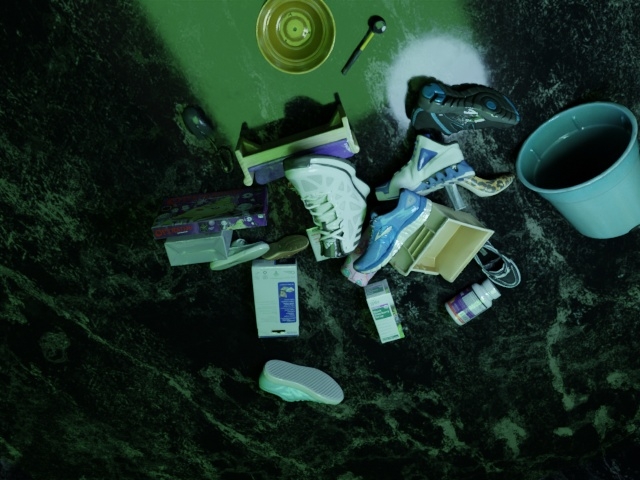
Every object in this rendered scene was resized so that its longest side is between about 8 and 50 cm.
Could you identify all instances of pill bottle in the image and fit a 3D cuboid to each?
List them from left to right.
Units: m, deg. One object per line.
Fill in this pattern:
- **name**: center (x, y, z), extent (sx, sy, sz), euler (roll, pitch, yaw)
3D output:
- **pill bottle**: center (0.590, 0.233, 1.874), extent (0.194, 0.108, 0.108), euler (-38, 116, 17)

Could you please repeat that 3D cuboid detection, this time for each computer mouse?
- **computer mouse**: center (-0.350, -0.310, 1.521), extent (0.071, 0.041, 0.242), euler (-29, 119, 12)

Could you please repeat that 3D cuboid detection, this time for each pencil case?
- **pencil case**: center (0.186, 0.026, 1.712), extent (0.124, 0.124, 0.284), euler (25, 116, -18)

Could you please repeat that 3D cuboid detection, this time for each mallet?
- **mallet**: center (0.123, -0.566, 1.411), extent (0.039, 0.062, 0.189), euler (30, 129, -19)

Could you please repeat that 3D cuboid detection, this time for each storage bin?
- **storage bin**: center (0.405, 0.015, 1.665), extent (0.263, 0.123, 0.260), euler (10, 123, -40)

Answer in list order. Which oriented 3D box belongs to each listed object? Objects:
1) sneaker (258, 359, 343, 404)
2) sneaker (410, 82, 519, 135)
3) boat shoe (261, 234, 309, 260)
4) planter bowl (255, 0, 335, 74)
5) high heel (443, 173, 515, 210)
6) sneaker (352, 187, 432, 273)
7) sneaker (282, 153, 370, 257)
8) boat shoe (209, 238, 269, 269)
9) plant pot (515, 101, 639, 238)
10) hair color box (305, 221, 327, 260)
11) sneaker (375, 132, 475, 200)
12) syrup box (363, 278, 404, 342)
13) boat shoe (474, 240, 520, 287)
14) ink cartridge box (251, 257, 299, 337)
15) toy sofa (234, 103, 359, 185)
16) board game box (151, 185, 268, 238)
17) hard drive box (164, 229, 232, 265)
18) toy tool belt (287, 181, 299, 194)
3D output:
- **sneaker**: center (-0.088, 0.622, 2.055), extent (0.366, 0.135, 0.150), euler (24, 124, -8)
- **sneaker**: center (0.445, -0.395, 1.505), extent (0.341, 0.124, 0.139), euler (7, 147, -11)
- **boat shoe**: center (-0.123, 0.029, 1.733), extent (0.178, 0.064, 0.060), euler (-18, 154, 10)
- **planter bowl**: center (-0.070, -0.583, 1.350), extent (0.218, 0.090, 0.217), euler (-2, 120, -3)
- **high heel**: center (0.519, -0.230, 1.623), extent (0.261, 0.093, 0.186), euler (-24, 91, -13)
- **sneaker**: center (0.203, -0.034, 1.558), extent (0.147, 0.129, 0.330), euler (36, 109, -5)
- **sneaker**: center (0.034, -0.084, 1.438), extent (0.169, 0.257, 0.448), euler (-3, 168, 27)
- **boat shoe**: center (-0.292, 0.035, 1.706), extent (0.228, 0.081, 0.079), euler (-19, 164, 12)
- **plant pot**: center (0.858, -0.197, 1.530), extent (0.341, 0.341, 0.334), euler (-41, 123, 18)
- **hair color box**: center (0.000, 0.000, 1.729), extent (0.072, 0.043, 0.141), euler (-15, 122, 5)
- **sneaker**: center (0.325, -0.243, 1.567), extent (0.316, 0.128, 0.182), euler (-18, 82, 34)
- **syrup box**: center (0.246, 0.274, 1.881), extent (0.093, 0.096, 0.236), euler (-17, 121, 7)
- **boat shoe**: center (0.652, 0.092, 1.797), extent (0.108, 0.102, 0.301), euler (-38, 116, 17)
- **ink cartridge box**: center (-0.167, 0.221, 1.838), extent (0.166, 0.065, 0.332), euler (-1, 119, -3)
- **toy sofa**: center (-0.067, -0.272, 1.501), extent (0.363, 0.150, 0.177), euler (-16, 119, 5)
- **board game box**: center (-0.343, -0.095, 1.553), extent (0.347, 0.208, 0.056), euler (-7, 118, 0)
- **hard drive box**: center (-0.386, -0.025, 1.577), extent (0.181, 0.232, 0.089), euler (-6, 121, 0)
- **toy tool belt**: center (-0.068, -0.176, 1.614), extent (0.084, 0.051, 0.052), euler (7, 120, -8)
